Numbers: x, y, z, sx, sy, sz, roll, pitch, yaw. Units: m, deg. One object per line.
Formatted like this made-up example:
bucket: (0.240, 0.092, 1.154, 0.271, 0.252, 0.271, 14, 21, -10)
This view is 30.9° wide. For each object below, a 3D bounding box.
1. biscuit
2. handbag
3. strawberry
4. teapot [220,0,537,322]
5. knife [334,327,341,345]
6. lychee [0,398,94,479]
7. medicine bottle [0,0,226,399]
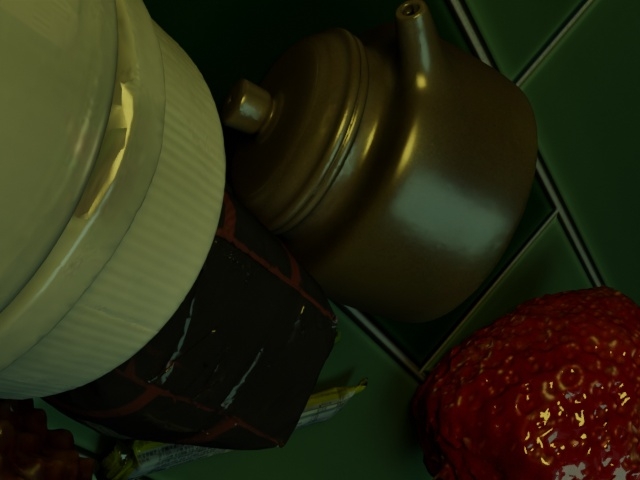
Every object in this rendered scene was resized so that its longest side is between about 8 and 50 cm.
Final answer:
biscuit: (-0.063, 0.158, 0.972, 0.292, 0.026, 0.048, -7, 150, -48)
handbag: (-0.113, 0.030, 0.673, 0.155, 0.169, 0.215, -62, 146, -10)
strawberry: (0.230, 0.169, 1.160, 0.277, 0.257, 0.257, -58, 149, -17)
teapot: (0.011, -0.049, 0.758, 0.175, 0.185, 0.267, 24, 131, -23)
knife: (-0.053, 0.108, 0.949, 0.184, 0.022, 0.026, -24, 164, -35)
lychee: (-0.235, 0.224, 0.601, 0.306, 0.306, 0.330, -32, 116, -27)
medicine bottle: (-0.189, -0.059, 0.429, 0.245, 0.245, 0.306, -53, 153, 2)
